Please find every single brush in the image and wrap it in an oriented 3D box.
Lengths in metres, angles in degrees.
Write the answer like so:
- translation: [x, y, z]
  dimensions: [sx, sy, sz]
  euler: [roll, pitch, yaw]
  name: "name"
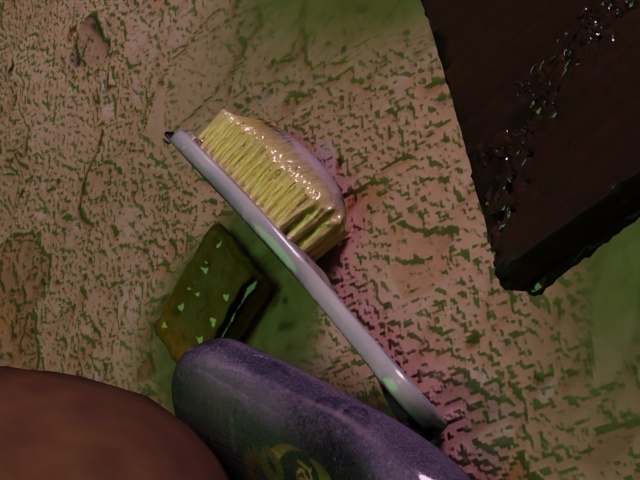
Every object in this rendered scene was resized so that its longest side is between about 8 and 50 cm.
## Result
- translation: [0.000, 0.000, 0.771]
  dimensions: [0.060, 0.068, 0.297]
  euler: [-42, 43, 0]
  name: "brush"

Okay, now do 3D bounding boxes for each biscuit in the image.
- translation: [-0.066, 0.040, 0.859]
  dimensions: [0.083, 0.018, 0.081]
  euler: [-60, 37, 11]
  name: "biscuit"

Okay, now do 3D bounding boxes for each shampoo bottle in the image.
- translation: [0.003, 0.111, 0.693]
  dimensions: [0.234, 0.049, 0.087]
  euler: [20, 127, 54]
  name: "shampoo bottle"

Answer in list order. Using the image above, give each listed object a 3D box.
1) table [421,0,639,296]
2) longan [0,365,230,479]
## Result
- translation: [0.207, -0.101, 0.388]
  dimensions: [0.282, 0.251, 0.196]
  euler: [-41, 45, 34]
  name: "table"
- translation: [-0.223, 0.228, 0.708]
  dimensions: [0.405, 0.336, 0.404]
  euler: [-33, 19, 13]
  name: "longan"
